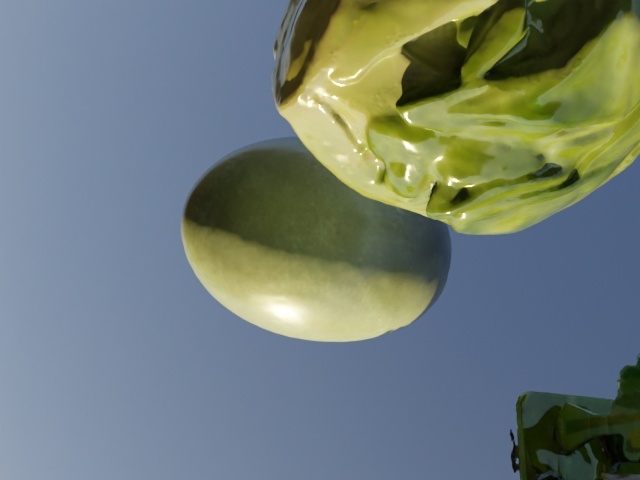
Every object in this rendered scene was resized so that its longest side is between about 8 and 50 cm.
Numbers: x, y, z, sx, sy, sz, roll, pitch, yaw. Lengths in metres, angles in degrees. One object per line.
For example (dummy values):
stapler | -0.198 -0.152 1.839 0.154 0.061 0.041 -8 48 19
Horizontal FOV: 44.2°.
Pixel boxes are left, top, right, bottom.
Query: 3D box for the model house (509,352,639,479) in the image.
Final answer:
model house | 0.391 0.303 0.827 0.313 0.242 0.358 145 -47 -60

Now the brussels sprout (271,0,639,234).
brussels sprout | 0.133 -0.143 0.640 0.328 0.328 0.247 -53 -154 23

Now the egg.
egg | 0.000 0.000 0.999 0.258 0.352 0.258 -36 -132 55
